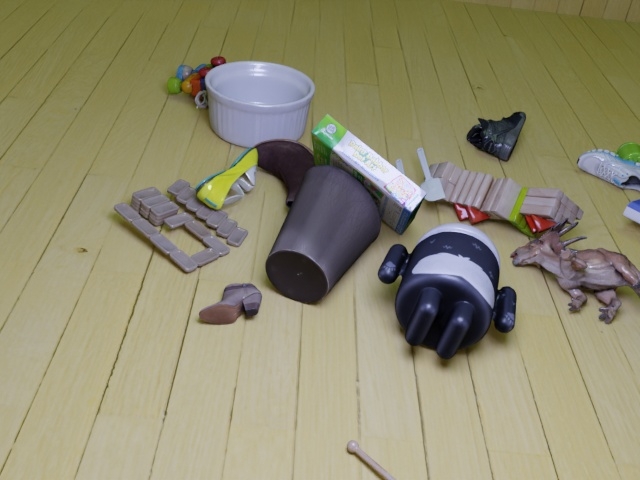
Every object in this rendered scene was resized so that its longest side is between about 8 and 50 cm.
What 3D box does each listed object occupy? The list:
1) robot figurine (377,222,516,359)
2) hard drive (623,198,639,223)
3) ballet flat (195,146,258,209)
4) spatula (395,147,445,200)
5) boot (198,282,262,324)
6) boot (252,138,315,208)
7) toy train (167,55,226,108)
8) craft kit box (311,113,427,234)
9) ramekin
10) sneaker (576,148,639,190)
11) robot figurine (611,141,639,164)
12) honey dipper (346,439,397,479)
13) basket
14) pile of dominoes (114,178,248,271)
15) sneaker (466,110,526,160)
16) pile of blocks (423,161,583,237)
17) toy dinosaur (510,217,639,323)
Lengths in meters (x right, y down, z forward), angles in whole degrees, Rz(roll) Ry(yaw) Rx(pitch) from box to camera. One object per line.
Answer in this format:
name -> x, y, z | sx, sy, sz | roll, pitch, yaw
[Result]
robot figurine -> 0.230, 0.087, 1.346 | 0.174, 0.209, 0.278 | -25, 21, 31
hard drive -> 0.873, -0.010, 1.691 | 0.210, 0.040, 0.319 | -12, 37, -45
ballet flat -> -0.187, -0.130, 1.646 | 0.077, 0.077, 0.231 | 44, 37, 0
spatula -> 0.187, -0.136, 1.736 | 0.168, 0.019, 0.242 | -22, 33, 12
boot -> -0.163, 0.109, 1.352 | 0.119, 0.042, 0.087 | -1, 29, -15
boot -> -0.056, -0.140, 1.684 | 0.249, 0.090, 0.206 | 14, 33, 3
toy train -> -0.351, -0.415, 2.028 | 0.144, 0.105, 0.248 | 5, 33, 14
craft kit box -> 0.093, -0.125, 1.522 | 0.247, 0.250, 0.061 | 37, 83, 6
ramekin -> -0.157, -0.346, 1.926 | 0.277, 0.135, 0.277 | 5, 35, -3
sneaker -> 0.751, -0.174, 1.917 | 0.191, 0.071, 0.083 | 17, 41, 14
robot figurine -> 0.826, -0.219, 1.994 | 0.101, 0.067, 0.115 | 0, 33, 10
honey dipper -> 0.096, 0.339, 1.076 | 0.030, 0.030, 0.161 | -23, 41, -37
basket -> 0.000, 0.000, 1.436 | 0.154, 0.204, 0.227 | -16, 29, 37
pile of dominoes -> -0.283, -0.028, 1.544 | 0.251, 0.040, 0.196 | 38, 40, 25
sneaker -> 0.478, -0.303, 2.031 | 0.130, 0.087, 0.227 | 25, 43, 13
pile of blocks -> 0.390, -0.072, 1.687 | 0.362, 0.149, 0.112 | 20, 78, 32
toy dinosaur -> 0.545, 0.052, 1.505 | 0.296, 0.127, 0.200 | 18, 28, 5
